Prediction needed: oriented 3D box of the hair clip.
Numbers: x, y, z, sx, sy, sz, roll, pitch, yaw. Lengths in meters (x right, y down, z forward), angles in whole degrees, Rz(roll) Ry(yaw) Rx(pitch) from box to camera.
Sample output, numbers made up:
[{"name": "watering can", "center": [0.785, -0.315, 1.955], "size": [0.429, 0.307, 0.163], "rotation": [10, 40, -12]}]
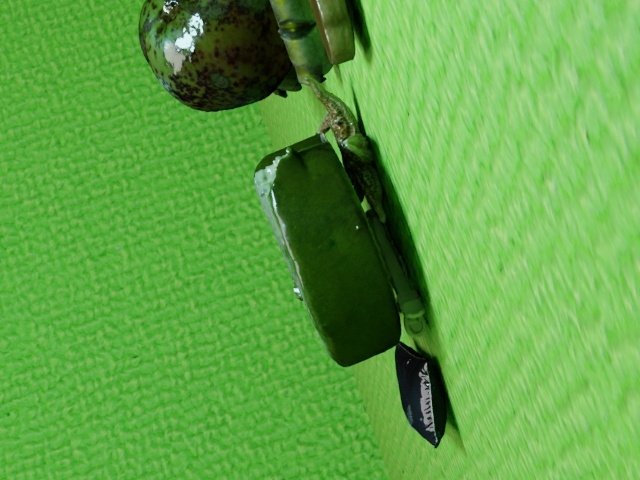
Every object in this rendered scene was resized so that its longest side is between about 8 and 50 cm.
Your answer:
[{"name": "hair clip", "center": [0.109, 0.045, 1.699], "size": [0.072, 0.034, 0.226], "rotation": [76, 175, -48]}]

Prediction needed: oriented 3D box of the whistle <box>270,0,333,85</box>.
[{"name": "whistle", "center": [-0.047, -0.343, 1.605], "size": [0.326, 0.057, 0.068], "rotation": [66, -162, -51]}]

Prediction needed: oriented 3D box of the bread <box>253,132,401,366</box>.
[{"name": "bread", "center": [0.000, 0.000, 1.694], "size": [0.382, 0.129, 0.366], "rotation": [70, 177, -50]}]

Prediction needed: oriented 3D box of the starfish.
[{"name": "starfish", "center": [0.041, -0.124, 1.682], "size": [0.277, 0.062, 0.235], "rotation": [73, 174, -46]}]

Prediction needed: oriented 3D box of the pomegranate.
[{"name": "pomegranate", "center": [-0.133, -0.335, 1.966], "size": [0.341, 0.285, 0.285], "rotation": [21, -139, -51]}]

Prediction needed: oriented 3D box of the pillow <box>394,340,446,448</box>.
[{"name": "pillow", "center": [0.152, 0.234, 1.783], "size": [0.208, 0.055, 0.141], "rotation": [-145, 43, -82]}]

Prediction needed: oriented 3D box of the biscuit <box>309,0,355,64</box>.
[{"name": "biscuit", "center": [-0.014, -0.371, 1.439], "size": [0.183, 0.047, 0.319], "rotation": [79, 173, -59]}]
